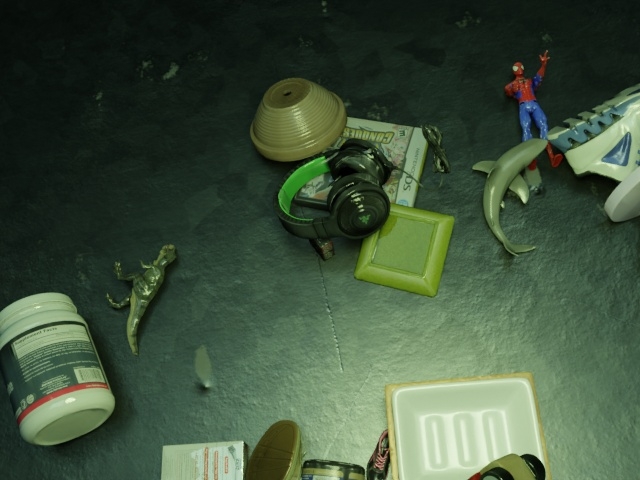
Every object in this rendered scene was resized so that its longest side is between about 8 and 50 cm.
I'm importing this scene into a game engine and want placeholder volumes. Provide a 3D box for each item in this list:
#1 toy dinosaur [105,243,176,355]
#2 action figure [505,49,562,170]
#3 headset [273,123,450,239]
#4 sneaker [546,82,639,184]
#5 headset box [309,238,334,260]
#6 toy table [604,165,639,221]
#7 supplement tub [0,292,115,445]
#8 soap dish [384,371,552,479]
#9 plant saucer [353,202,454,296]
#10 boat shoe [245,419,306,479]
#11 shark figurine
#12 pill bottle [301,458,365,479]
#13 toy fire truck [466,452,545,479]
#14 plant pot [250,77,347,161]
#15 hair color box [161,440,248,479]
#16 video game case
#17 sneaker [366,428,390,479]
[{"bbox_3d":[-0.418,0.113,1.679,0.118,0.064,0.268,16,72,7],"label":"toy dinosaur"},{"bbox_3d":[0.491,-0.318,1.721,0.091,0.139,0.280,-9,62,2],"label":"action figure"},{"bbox_3d":[0.078,-0.136,1.592,0.394,0.185,0.243,-10,43,17],"label":"headset"},{"bbox_3d":[0.674,-0.224,1.628,0.315,0.127,0.182,-25,103,12],"label":"sneaker"},{"bbox_3d":[0.000,0.000,1.662,0.032,0.083,0.062,-34,67,-9],"label":"headset box"},{"bbox_3d":[0.752,-0.088,1.536,0.274,0.252,0.161,-46,53,24],"label":"toy table"},{"bbox_3d":[-0.559,0.267,1.552,0.191,0.191,0.272,-27,65,-5],"label":"supplement tub"},{"bbox_3d":[0.277,0.383,1.434,0.291,0.118,0.229,-6,65,5],"label":"soap dish"},{"bbox_3d":[0.182,0.011,1.633,0.188,0.045,0.188,13,81,12],"label":"plant saucer"},{"bbox_3d":[-0.090,0.497,1.456,0.104,0.089,0.285,-2,60,35],"label":"boat shoe"},{"bbox_3d":[0.392,-0.101,1.636,0.166,0.116,0.278,6,80,27],"label":"shark figurine"},{"bbox_3d":[0.015,0.530,1.396,0.123,0.123,0.219,4,68,9],"label":"pill bottle"},{"bbox_3d":[0.323,0.510,1.280,0.158,0.246,0.217,-6,53,-42],"label":"toy fire truck"},{"bbox_3d":[-0.064,-0.304,1.756,0.237,0.110,0.237,-11,46,12],"label":"plant pot"},{"bbox_3d":[-0.232,0.458,1.500,0.167,0.053,0.093,-5,64,6],"label":"hair color box"},{"bbox_3d":[0.102,-0.174,1.755,0.275,0.035,0.248,11,68,12],"label":"video game case"},{"bbox_3d":[0.120,0.425,1.468,0.047,0.057,0.119,16,70,12],"label":"sneaker"}]
